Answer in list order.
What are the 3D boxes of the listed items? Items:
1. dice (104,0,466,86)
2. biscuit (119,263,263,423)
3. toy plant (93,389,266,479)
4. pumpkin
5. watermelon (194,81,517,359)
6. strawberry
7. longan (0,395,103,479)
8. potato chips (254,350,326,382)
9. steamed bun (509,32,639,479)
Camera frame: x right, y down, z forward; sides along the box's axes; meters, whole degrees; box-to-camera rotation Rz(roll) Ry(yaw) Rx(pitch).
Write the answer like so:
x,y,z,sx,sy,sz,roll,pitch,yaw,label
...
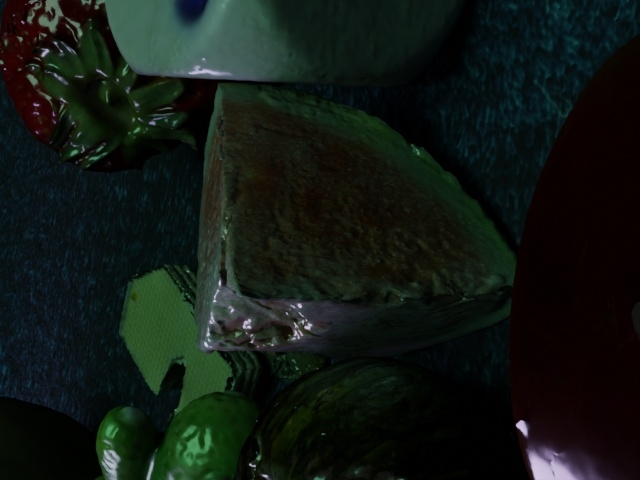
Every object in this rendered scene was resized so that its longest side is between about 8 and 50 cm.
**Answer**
x,y,z,sx,sy,sz,roll,pitch,yaw,label
-0.028,-0.261,1.275,0.251,0.243,0.259,10,97,55,dice
-0.140,0.116,1.540,0.250,0.046,0.147,49,134,45,biscuit
-0.123,0.239,1.372,0.316,0.224,0.184,-54,24,39,toy plant
0.046,0.248,1.142,0.320,0.192,0.320,-6,82,51,pumpkin
0.000,0.000,1.201,0.310,0.232,0.193,39,156,4,watermelon
-0.193,-0.212,1.519,0.257,0.257,0.277,-58,13,33,strawberry
-0.379,0.373,1.616,0.336,0.404,0.405,85,176,-71,longan
-0.029,0.063,1.391,0.142,0.026,0.209,65,149,12,potato chips
0.245,0.044,0.837,0.235,0.248,0.379,1,88,56,steamed bun
